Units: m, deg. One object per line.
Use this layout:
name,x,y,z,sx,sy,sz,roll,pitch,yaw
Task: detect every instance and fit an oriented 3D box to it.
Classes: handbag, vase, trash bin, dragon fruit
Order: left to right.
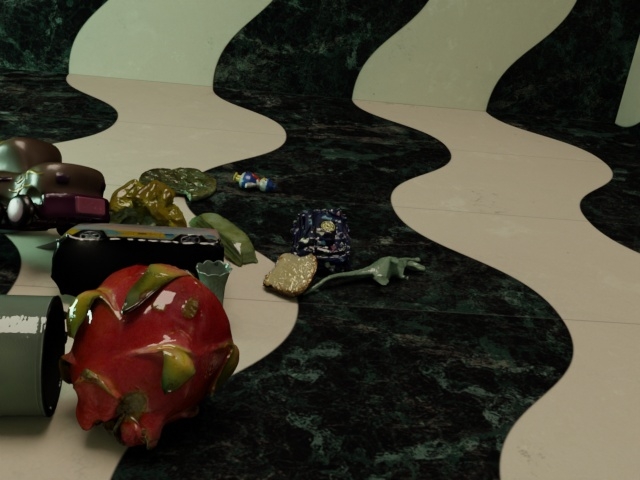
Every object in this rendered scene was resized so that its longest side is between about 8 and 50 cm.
trash bin,-0.601,0.202,1.338,0.263,0.217,0.277,2,15,-8
dragon fruit,-0.311,0.213,1.322,0.306,0.305,0.225,11,32,10
vase,-0.236,0.126,1.673,0.081,0.148,0.081,4,21,-1
handbag,0.000,0.000,2.050,0.162,0.113,0.260,-1,33,0

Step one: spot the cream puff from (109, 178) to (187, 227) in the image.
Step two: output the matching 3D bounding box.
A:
cream puff,-0.459,-0.074,2.021,0.221,0.194,0.194,14,26,9

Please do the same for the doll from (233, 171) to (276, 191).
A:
doll,-0.212,-0.188,2.467,0.143,0.057,0.099,15,26,5

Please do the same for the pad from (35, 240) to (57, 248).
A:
pad,-0.630,0.008,1.925,0.188,0.006,0.113,2,17,45

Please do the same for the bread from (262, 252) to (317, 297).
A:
bread,-0.069,0.088,1.890,0.126,0.044,0.129,12,56,26

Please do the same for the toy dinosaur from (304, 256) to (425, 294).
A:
toy dinosaur,0.142,0.080,1.936,0.383,0.076,0.129,-4,-6,-35

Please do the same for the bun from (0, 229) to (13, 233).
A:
bun,-0.836,-0.076,2.031,0.141,0.083,0.141,7,27,-4

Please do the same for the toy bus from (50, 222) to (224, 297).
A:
toy bus,-0.421,0.050,1.788,0.386,0.171,0.162,3,15,-7

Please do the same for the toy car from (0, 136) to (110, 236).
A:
toy car,-0.681,-0.136,1.881,0.341,0.240,0.271,-4,-5,30

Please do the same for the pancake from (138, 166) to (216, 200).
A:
pancake,-0.450,-0.180,2.408,0.254,0.037,0.253,6,25,-3

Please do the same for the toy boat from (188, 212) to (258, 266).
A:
toy boat,-0.272,-0.017,2.081,0.093,0.055,0.293,-10,30,-37
